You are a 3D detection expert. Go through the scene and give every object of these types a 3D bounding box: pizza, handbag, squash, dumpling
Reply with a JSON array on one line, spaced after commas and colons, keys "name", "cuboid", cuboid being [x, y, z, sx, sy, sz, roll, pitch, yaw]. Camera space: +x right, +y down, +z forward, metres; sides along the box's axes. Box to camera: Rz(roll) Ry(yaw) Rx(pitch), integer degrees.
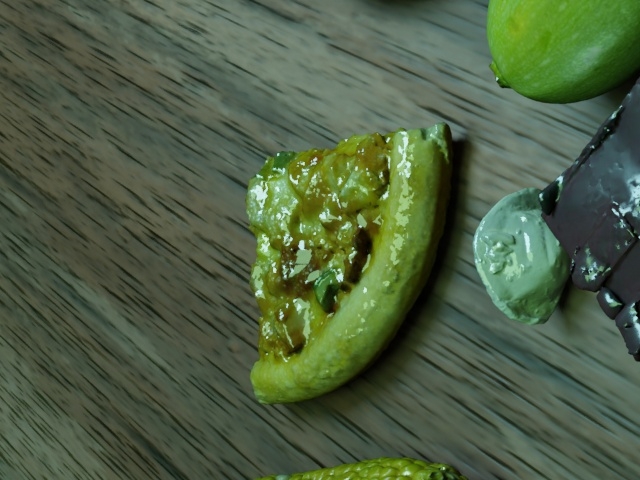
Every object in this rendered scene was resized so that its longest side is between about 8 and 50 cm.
[{"name": "pizza", "cuboid": [0.000, 0.000, 1.074, 0.292, 0.058, 0.197, -55, 51, 35]}, {"name": "handbag", "cuboid": [0.235, -0.010, 0.784, 0.203, 0.074, 0.216, 58, 133, 32]}, {"name": "squash", "cuboid": [0.163, -0.150, 0.828, 0.186, 0.123, 0.123, -54, 52, 37]}, {"name": "dumpling", "cuboid": [0.130, 0.010, 0.919, 0.052, 0.057, 0.076, 37, 118, 44]}]

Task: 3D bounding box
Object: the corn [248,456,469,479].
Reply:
[{"name": "corn", "cuboid": [-0.001, 0.214, 1.054, 0.313, 0.102, 0.102, -20, 75, 44]}]
